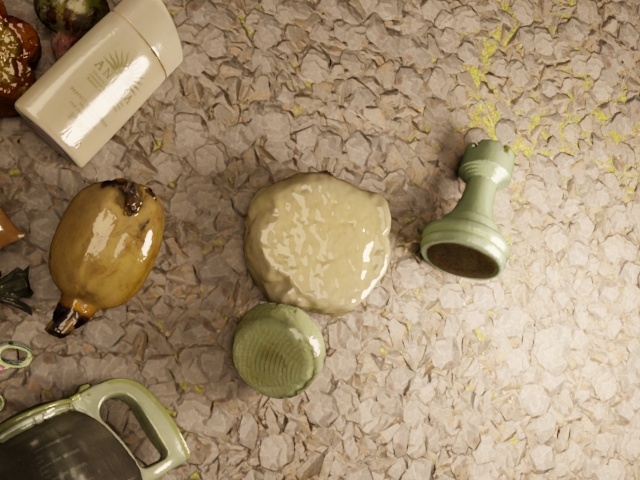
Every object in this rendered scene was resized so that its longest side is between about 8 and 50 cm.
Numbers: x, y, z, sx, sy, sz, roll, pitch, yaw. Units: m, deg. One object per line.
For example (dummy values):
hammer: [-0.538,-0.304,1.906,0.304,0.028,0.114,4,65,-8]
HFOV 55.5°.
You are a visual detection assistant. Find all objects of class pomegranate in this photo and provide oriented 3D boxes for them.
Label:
pomegranate: [-0.476,-0.424,1.162,0.138,0.126,0.163,12,80,-29]

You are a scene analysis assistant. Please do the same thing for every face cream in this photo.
face cream: [-0.403,-0.318,1.172,0.348,0.081,0.173,-53,140,-18]

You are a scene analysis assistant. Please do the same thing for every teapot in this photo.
teapot: [-0.409,0.370,1.029,0.322,0.239,0.239,-26,79,-15]

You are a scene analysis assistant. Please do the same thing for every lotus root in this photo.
lotus root: [-0.399,0.034,1.107,0.183,0.183,0.309,23,79,-15]

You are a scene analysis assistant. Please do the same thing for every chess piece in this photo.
chess piece: [0.353,-0.079,1.384,0.195,0.195,0.298,27,66,-14]

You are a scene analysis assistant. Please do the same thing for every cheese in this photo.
cheese: [0.000,0.000,1.279,0.326,0.115,0.317,-36,95,-21]

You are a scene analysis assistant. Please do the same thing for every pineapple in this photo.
pineapple: [-0.629,0.091,1.042,0.248,0.128,0.128,-3,84,-21]

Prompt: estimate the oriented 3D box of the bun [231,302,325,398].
bun: [-0.078,0.213,1.205,0.196,0.118,0.195,5,110,15]

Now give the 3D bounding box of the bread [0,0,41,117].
bread: [-0.617,-0.325,1.096,0.232,0.135,0.246,32,71,-27]

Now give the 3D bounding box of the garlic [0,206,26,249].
garlic: [-0.644,-0.124,1.020,0.196,0.151,0.338,-17,108,-16]

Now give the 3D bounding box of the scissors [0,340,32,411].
scissors: [-0.627,0.217,1.081,0.187,0.020,0.133,28,72,-15]
